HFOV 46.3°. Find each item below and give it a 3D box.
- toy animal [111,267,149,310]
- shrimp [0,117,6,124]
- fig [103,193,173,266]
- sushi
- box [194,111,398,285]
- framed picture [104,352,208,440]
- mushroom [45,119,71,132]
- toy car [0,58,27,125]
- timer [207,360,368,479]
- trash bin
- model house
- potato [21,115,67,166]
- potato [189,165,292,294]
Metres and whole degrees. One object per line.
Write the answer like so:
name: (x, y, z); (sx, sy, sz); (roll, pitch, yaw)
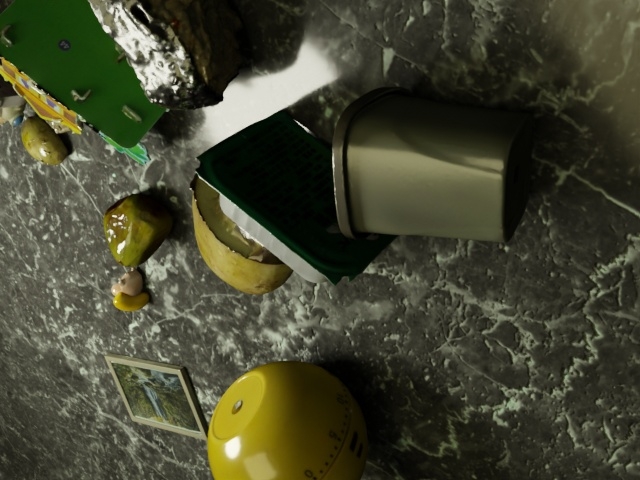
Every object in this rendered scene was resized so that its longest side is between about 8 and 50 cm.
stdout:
toy animal: (-0.492, 0.126, 1.884); (0.082, 0.091, 0.114); (23, 131, 43)
shrimp: (-0.838, -0.340, 1.880); (0.223, 0.047, 0.126); (-21, 95, 37)
fig: (-0.413, -0.022, 1.689); (0.144, 0.154, 0.166); (-179, 97, -78)
sushi: (-0.263, -0.395, 1.296); (0.170, 0.211, 0.350); (-11, 114, 29)
box: (-0.038, -0.057, 1.297); (0.336, 0.264, 0.106); (39, 136, 11)
framed picture: (-0.458, 0.433, 2.092); (0.324, 0.020, 0.241); (3, 119, 36)
mushroom: (-0.621, -0.347, 1.679); (0.116, 0.093, 0.225); (-4, 111, 16)
toy car: (-0.864, -0.371, 1.721); (0.336, 0.242, 0.226); (49, 126, 13)
timer: (-0.039, 0.445, 1.587); (0.376, 0.376, 0.387); (-19, 127, 43)
trash bin: (0.179, -0.108, 1.140); (0.250, 0.219, 0.220); (9, 124, 26)
model house: (-0.454, -0.322, 1.519); (0.357, 0.243, 0.313); (36, 163, -11)
potato: (-0.669, -0.237, 1.798); (0.138, 0.070, 0.092); (40, 133, 11)
potato: (-0.137, -0.012, 1.443); (0.285, 0.242, 0.243); (39, 134, 21)
